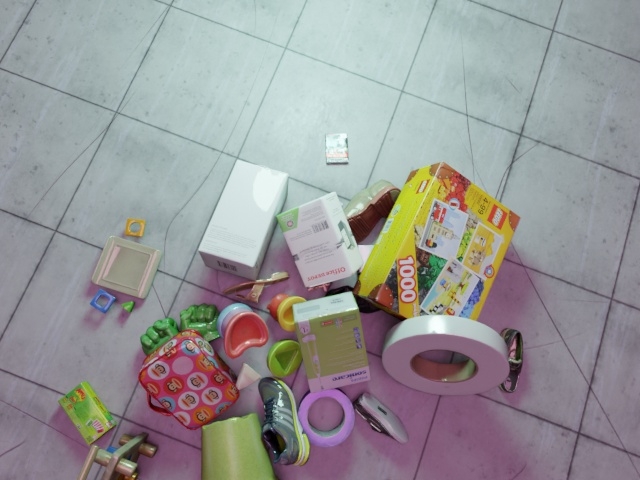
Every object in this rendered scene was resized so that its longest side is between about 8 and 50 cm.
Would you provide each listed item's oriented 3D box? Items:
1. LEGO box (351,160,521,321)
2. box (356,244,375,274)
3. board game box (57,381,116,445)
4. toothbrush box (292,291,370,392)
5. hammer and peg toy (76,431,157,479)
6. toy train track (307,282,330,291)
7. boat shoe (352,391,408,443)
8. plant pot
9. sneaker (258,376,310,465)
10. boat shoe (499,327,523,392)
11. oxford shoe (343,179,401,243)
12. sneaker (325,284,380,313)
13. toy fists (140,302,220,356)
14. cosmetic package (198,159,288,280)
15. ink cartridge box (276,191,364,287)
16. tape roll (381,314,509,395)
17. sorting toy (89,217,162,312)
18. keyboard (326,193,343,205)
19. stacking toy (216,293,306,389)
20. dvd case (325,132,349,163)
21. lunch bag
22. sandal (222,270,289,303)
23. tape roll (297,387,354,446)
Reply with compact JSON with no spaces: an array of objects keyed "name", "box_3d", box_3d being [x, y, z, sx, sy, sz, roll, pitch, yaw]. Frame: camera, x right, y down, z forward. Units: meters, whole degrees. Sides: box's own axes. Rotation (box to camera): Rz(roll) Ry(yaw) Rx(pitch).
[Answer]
[{"name":"LEGO box","box_3d":[0.392,0.053,1.490,0.372,0.193,0.500,30,79,-17]},{"name":"box","box_3d":[0.181,0.072,1.583,0.102,0.087,0.101,0,79,-3]},{"name":"board game box","box_3d":[-0.778,0.575,1.471,0.092,0.043,0.181,-38,84,-9]},{"name":"toothbrush box","box_3d":[0.036,0.334,1.446,0.206,0.122,0.283,-13,110,-2]},{"name":"hammer and peg toy","box_3d":[-0.621,0.723,1.290,0.127,0.361,0.266,22,79,2]},{"name":"toy train track","box_3d":[-0.005,0.168,1.596,0.083,0.014,0.048,-16,88,0]},{"name":"boat shoe","box_3d":[0.204,0.611,1.498,0.219,0.078,0.070,44,115,2]},{"name":"plant pot","box_3d":[-0.265,0.692,1.380,0.276,0.276,0.254,-12,69,-5]},{"name":"sneaker","box_3d":[-0.138,0.573,1.414,0.111,0.121,0.300,-46,53,19]},{"name":"boat shoe","box_3d":[0.668,0.421,1.545,0.080,0.073,0.223,9,79,-1]},{"name":"oxford shoe","box_3d":[0.135,-0.091,1.617,0.348,0.123,0.130,-35,39,2]},{"name":"sneaker","box_3d":[0.133,0.207,1.536,0.227,0.130,0.087,7,81,-3]},{"name":"toy fists","box_3d":[-0.476,0.312,1.508,0.279,0.096,0.142,-24,81,-5]},{"name":"cosmetic package","box_3d":[-0.254,-0.073,1.521,0.197,0.155,0.365,18,66,4]},{"name":"ink cartridge box","box_3d":[0.000,0.000,1.504,0.198,0.115,0.273,-19,97,30]},{"name":"tape roll","box_3d":[0.390,0.374,1.398,0.392,0.392,0.072,14,49,0]},{"name":"sorting toy","box_3d":[-0.682,0.094,1.566,0.196,0.047,0.348,18,80,-3]},{"name":"keyboard","box_3d":[-0.011,-0.050,1.635,0.072,0.014,0.256,31,80,4]},{"name":"stacking toy","box_3d":[-0.199,0.323,1.485,0.309,0.130,0.279,-8,106,-33]},{"name":"dvd case","box_3d":[0.063,-0.354,1.695,0.087,0.013,0.119,-2,81,-3]},{"name":"lunch bag","box_3d":[-0.434,0.464,1.427,0.258,0.120,0.293,-36,106,-4]},{"name":"sandal","box_3d":[-0.218,0.180,1.546,0.240,0.088,0.079,-17,75,-10]},{"name":"tape roll","box_3d":[0.017,0.587,1.485,0.189,0.080,0.189,1,79,-3]}]
